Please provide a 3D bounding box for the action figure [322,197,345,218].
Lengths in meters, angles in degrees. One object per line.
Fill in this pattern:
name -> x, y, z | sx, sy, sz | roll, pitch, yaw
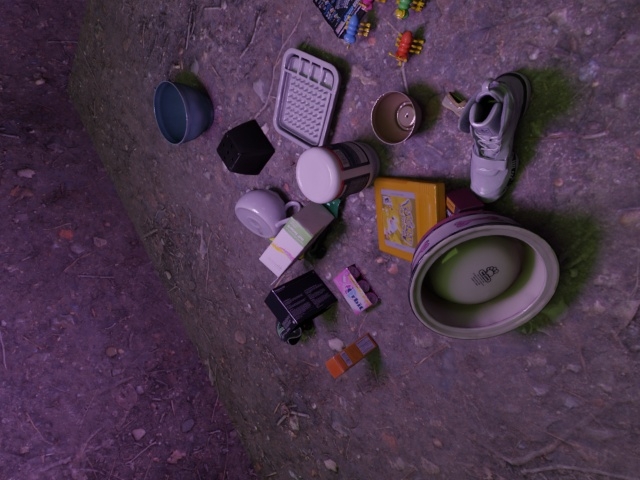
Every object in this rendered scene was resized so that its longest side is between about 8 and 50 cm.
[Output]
action figure -> -0.004, -0.202, 1.686 | 0.232, 0.063, 0.137 | 32, 127, 25

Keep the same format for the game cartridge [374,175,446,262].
game cartridge -> 0.295, -0.065, 1.389 | 0.323, 0.052, 0.285 | -155, 55, -63

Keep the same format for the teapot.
teapot -> -0.242, -0.143, 1.858 | 0.256, 0.187, 0.252 | 40, 155, -9

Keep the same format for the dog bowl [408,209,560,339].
dog bowl -> 0.447, 0.091, 1.194 | 0.408, 0.150, 0.408 | 1, 122, 1

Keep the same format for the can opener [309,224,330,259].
can opener -> 0.000, 0.000, 1.778 | 0.059, 0.073, 0.186 | -103, 30, -51

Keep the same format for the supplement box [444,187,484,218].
supplement box -> 0.429, -0.052, 1.267 | 0.104, 0.080, 0.188 | -110, 10, -51

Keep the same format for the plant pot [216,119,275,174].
plant pot -> -0.353, -0.407, 1.860 | 0.188, 0.167, 0.187 | -42, 76, 45

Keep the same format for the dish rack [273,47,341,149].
dish rack -> -0.048, -0.537, 1.592 | 0.285, 0.072, 0.333 | 35, 127, 27

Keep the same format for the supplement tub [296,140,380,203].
supplement tub -> 0.066, -0.247, 1.455 | 0.191, 0.272, 0.191 | 17, 117, 38

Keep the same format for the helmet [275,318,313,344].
helmet -> -0.136, 0.410, 1.980 | 0.161, 0.169, 0.169 | -35, 81, 29

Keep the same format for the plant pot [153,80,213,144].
plant pot -> -0.655, -0.631, 2.032 | 0.293, 0.196, 0.293 | 18, 118, 38

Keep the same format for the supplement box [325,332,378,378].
supplement box -> 0.131, 0.472, 1.703 | 0.080, 0.233, 0.078 | 54, 134, 17

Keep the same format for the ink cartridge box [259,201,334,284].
ink cartridge box -> -0.116, 0.011, 1.697 | 0.119, 0.207, 0.353 | 43, 127, 2

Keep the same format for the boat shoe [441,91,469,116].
boat shoe -> 0.421, -0.396, 1.224 | 0.135, 0.050, 0.045 | 41, 135, 24

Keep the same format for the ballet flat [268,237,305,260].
ballet flat -> -0.157, 0.005, 1.912 | 0.231, 0.077, 0.077 | 34, 108, 25

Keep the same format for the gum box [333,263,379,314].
gum box -> 0.149, 0.205, 1.703 | 0.188, 0.062, 0.107 | 55, 134, 12

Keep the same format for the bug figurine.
bug figurine -> 0.190, -0.677, 1.274 | 0.279, 0.072, 0.216 | 28, 129, 20

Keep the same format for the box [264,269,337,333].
box -> -0.083, 0.261, 1.800 | 0.184, 0.261, 0.103 | 52, 133, 16

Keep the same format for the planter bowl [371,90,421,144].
planter bowl -> 0.260, -0.397, 1.332 | 0.162, 0.109, 0.162 | 17, 117, 38

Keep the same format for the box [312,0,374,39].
box -> 0.088, -0.820, 1.368 | 0.220, 0.051, 0.175 | -41, 77, 44

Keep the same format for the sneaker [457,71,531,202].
sneaker -> 0.456, -0.265, 1.129 | 0.137, 0.210, 0.366 | 22, 120, 36
